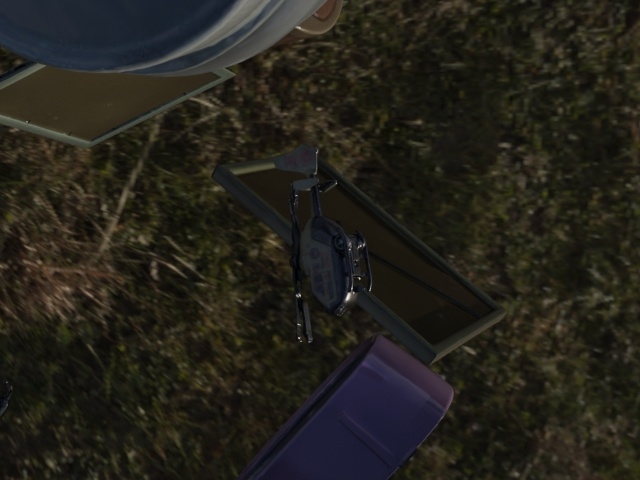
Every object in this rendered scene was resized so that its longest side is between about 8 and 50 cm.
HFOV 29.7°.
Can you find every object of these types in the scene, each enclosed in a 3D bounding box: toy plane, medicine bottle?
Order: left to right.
[{"bbox_3d":[-0.094,-0.218,0.713,0.245,0.306,0.245,2,107,7],"label":"medicine bottle"},{"bbox_3d":[0.000,0.000,0.731,0.031,0.049,0.121,6,75,-63],"label":"toy plane"}]

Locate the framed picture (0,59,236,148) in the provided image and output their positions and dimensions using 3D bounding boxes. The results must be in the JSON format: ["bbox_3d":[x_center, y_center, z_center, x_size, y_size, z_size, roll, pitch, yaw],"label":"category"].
[{"bbox_3d":[-0.233,-0.165,1.288,0.217,0.274,0.017,-24,79,14],"label":"framed picture"}]

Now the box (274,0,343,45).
[{"bbox_3d":[-0.129,-0.373,1.509,0.301,0.216,0.301,20,65,-50],"label":"box"}]

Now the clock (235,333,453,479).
[{"bbox_3d":[0.004,0.115,0.660,0.050,0.110,0.153,42,101,0],"label":"clock"}]

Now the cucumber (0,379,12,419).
[{"bbox_3d":[-0.396,0.221,1.356,0.163,0.039,0.043,-48,150,-1],"label":"cucumber"}]

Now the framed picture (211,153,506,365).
[{"bbox_3d":[0.039,0.005,1.069,0.250,0.184,0.016,41,113,15],"label":"framed picture"}]
